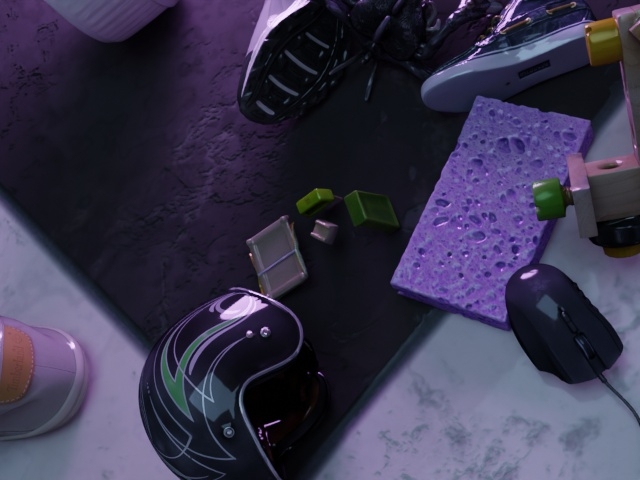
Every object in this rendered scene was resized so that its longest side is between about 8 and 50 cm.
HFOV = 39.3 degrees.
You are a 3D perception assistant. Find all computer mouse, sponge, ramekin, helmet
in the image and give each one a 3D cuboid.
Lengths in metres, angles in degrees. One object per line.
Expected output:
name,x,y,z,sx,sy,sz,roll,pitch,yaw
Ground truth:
computer mouse,0.233,0.115,0.725,0.071,0.041,0.242,-35,67,-4
sponge,0.161,-0.029,0.840,0.117,0.031,0.210,20,77,28
ramekin,-0.273,-0.334,1.069,0.109,0.207,0.207,-40,58,14
helmet,-0.080,0.141,0.797,0.169,0.169,0.162,24,63,30

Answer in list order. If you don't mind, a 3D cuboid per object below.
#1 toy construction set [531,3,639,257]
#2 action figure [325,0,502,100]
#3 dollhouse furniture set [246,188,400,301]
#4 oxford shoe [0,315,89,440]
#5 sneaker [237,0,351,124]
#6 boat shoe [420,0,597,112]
toy construction set,0.275,-0.130,0.734,0.237,0.257,0.309,-16,41,22
action figure,0.113,-0.272,0.907,0.164,0.141,0.276,41,128,6
dollhouse furniture set,0.000,0.000,0.904,0.151,0.058,0.076,-34,65,29
oxford shoe,-0.468,0.164,0.978,0.449,0.130,0.169,-12,65,20
sneaker,-0.020,-0.250,0.992,0.108,0.100,0.272,13,75,53
boat shoe,0.181,-0.192,0.889,0.183,0.065,0.083,-18,60,9
